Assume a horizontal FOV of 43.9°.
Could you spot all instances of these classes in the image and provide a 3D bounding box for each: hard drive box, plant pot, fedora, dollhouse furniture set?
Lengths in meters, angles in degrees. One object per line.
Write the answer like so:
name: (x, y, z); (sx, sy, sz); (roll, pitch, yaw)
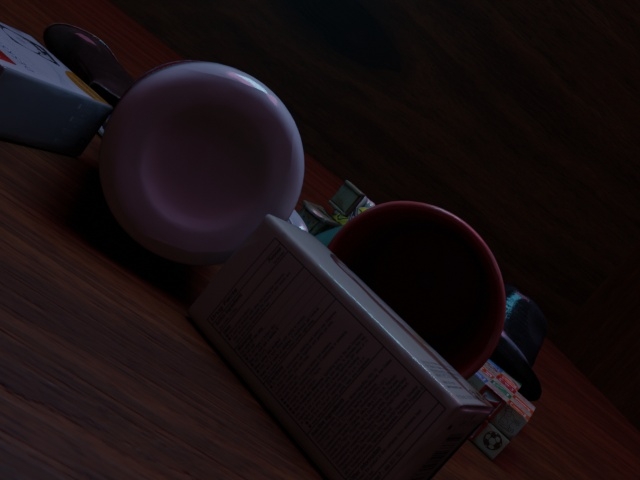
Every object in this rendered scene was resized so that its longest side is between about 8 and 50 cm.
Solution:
hard drive box: (-0.407, -0.208, 1.011); (0.181, 0.089, 0.232); (40, 9, 13)
plant pot: (0.149, 0.075, 1.215); (0.275, 0.275, 0.243); (40, 11, 9)
fedora: (0.367, 0.184, 1.649); (0.334, 0.152, 0.334); (41, -13, 12)
dollhouse furniture set: (-0.044, -0.070, 1.473); (0.161, 0.182, 0.101); (42, 10, 18)

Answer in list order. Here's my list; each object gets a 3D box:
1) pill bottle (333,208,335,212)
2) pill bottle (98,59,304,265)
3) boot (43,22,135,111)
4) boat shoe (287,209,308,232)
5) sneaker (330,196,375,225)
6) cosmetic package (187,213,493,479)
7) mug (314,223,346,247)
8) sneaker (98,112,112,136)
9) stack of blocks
pill bottle: (0.115, -0.058, 2.306); (0.108, 0.108, 0.180); (34, 10, -30)
pill bottle: (-0.166, -0.122, 1.052); (0.229, 0.229, 0.407); (36, 4, -17)
boot: (-0.415, -0.310, 1.478); (0.248, 0.090, 0.207); (40, 6, -19)
boat shoe: (-0.118, -0.052, 1.408); (0.088, 0.096, 0.267); (-14, 47, -28)
sneaker: (0.100, 0.001, 1.821); (0.145, 0.147, 0.384); (36, 10, -29)
cosmetic package: (0.017, 0.127, 0.850); (0.296, 0.153, 0.129); (45, 10, 28)
mug: (0.028, 0.054, 1.385); (0.157, 0.097, 0.129); (-86, 153, -49)
sneaker: (-0.297, -0.159, 1.305); (0.144, 0.059, 0.053); (39, 7, -2)
stack of blocks: (0.283, 0.270, 1.400); (0.171, 0.087, 0.297); (42, 9, 17)
